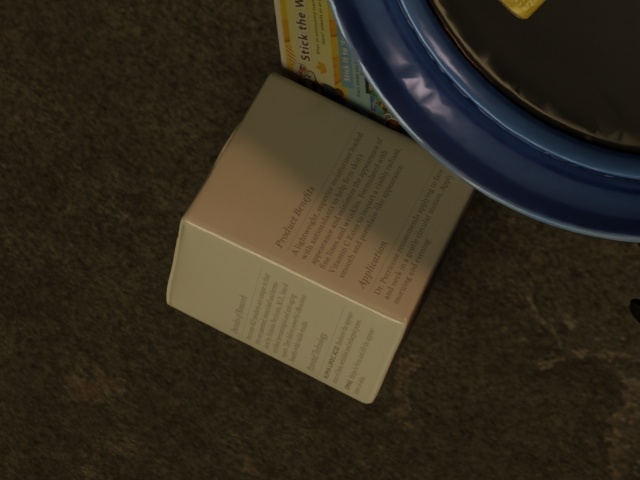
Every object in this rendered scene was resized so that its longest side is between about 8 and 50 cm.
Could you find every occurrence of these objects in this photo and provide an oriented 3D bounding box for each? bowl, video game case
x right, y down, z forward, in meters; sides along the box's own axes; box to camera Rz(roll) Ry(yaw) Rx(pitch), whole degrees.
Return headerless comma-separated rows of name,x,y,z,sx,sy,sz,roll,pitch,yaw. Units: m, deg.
bowl,0.179,-0.184,1.172,0.391,0.077,0.391,17,128,23
video game case,0.061,-0.162,1.366,0.206,0.026,0.227,16,139,21

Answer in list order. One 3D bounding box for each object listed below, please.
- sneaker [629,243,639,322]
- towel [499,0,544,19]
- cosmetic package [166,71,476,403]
sneaker,0.307,0.057,1.368,0.146,0.102,0.293,-15,114,43
towel,0.125,-0.177,1.154,0.060,0.009,0.083,45,134,1
cosmetic package,0.000,0.000,1.453,0.184,0.151,0.151,27,151,5
